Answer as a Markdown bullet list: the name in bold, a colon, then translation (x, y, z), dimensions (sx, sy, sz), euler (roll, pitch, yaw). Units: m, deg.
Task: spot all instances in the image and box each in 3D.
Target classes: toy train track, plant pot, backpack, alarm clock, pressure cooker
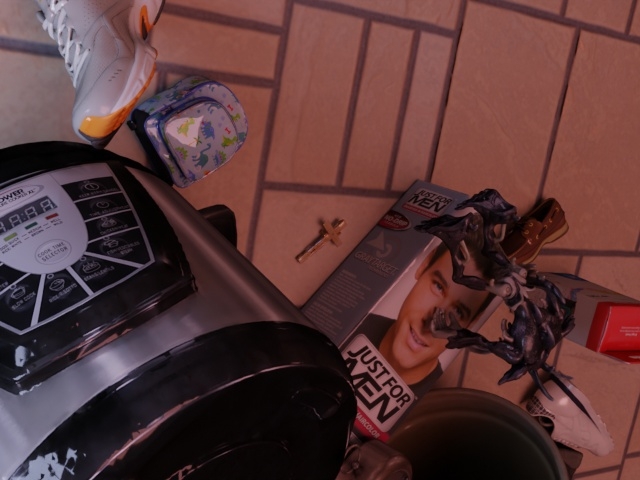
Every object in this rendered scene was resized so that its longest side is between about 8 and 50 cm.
- **toy train track**: translation (0.000, 0.000, 1.140), dimensions (0.083, 0.014, 0.048), euler (-41, 131, -10)
- **plant pot**: translation (0.217, 0.429, 1.275), dimensions (0.323, 0.323, 0.280), euler (-42, 140, -16)
- **backpack**: translation (-0.139, -0.125, 0.956), dimensions (0.114, 0.084, 0.105), euler (-39, 126, -21)
- **alarm clock**: translation (0.062, 0.320, 1.103), dimensions (0.129, 0.064, 0.192), euler (-50, 139, -21)
- **pressure cooker**: translation (-0.226, 0.119, 0.778), dimensions (0.375, 0.420, 0.370), euler (-55, 146, 9)

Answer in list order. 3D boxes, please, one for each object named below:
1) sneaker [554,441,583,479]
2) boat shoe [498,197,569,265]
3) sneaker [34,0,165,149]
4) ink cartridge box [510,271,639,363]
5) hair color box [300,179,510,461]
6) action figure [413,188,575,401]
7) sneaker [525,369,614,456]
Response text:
- **sneaker**: translation (0.369, 0.410, 1.486), dimensions (0.228, 0.087, 0.130), euler (23, 85, -43)
- **boat shoe**: translation (0.319, -0.009, 1.330), dimensions (0.178, 0.064, 0.060), euler (-33, 117, -29)
- **sneaker**: translation (-0.224, -0.193, 0.804), dimensions (0.121, 0.262, 0.099), euler (25, 127, -28)
- **ink cartridge box**: translation (0.435, 0.119, 1.343), dimensions (0.134, 0.231, 0.078), euler (4, 103, -36)
- **hair color box**: translation (0.095, 0.117, 1.181), dimensions (0.374, 0.114, 0.185), euler (-48, 126, -13)
- **action figure**: translation (0.232, 0.075, 1.108), dimensions (0.164, 0.141, 0.275), euler (-32, 105, -25)
- **sneaker**: translation (0.449, 0.328, 1.528), dimensions (0.095, 0.090, 0.235), euler (-42, 122, -1)
